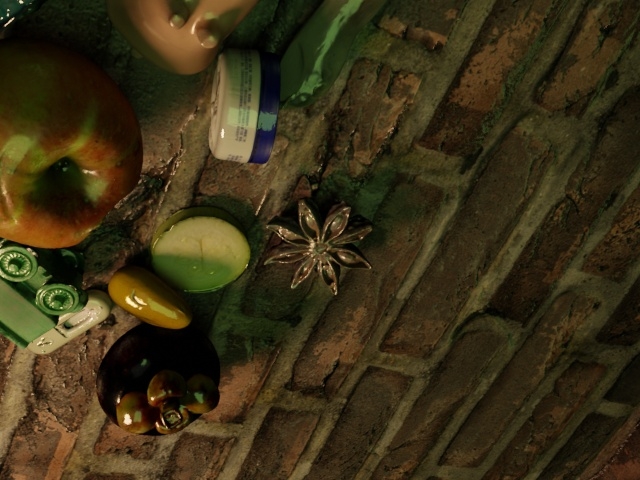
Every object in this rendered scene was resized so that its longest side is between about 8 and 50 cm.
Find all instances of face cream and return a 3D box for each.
[{"bbox_3d":[-0.143,-0.245,1.357,0.111,0.206,0.205,6,122,-13],"label":"face cream"}]

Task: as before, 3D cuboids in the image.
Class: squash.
[{"bbox_3d":[-0.261,0.025,1.620,0.219,0.041,0.219,-8,130,-10],"label":"squash"}]

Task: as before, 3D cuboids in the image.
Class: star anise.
[{"bbox_3d":[0.001,0.000,1.627,0.236,0.109,0.223,7,115,1],"label":"star anise"}]

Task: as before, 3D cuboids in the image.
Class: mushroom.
[{"bbox_3d":[0.027,-0.385,1.375,0.109,0.097,0.351,27,111,-29],"label":"mushroom"}]

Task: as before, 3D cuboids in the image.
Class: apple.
[{"bbox_3d":[-0.475,-0.167,1.254,0.340,0.339,0.339,-7,125,-10],"label":"apple"}]

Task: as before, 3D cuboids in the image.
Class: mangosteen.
[{"bbox_3d":[-0.347,0.317,1.630,0.275,0.302,0.274,-7,112,-18],"label":"mangosteen"}]

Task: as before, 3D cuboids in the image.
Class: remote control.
[{"bbox_3d":[-0.558,0.183,1.644,0.221,0.042,0.078,-32,126,8],"label":"remote control"}]

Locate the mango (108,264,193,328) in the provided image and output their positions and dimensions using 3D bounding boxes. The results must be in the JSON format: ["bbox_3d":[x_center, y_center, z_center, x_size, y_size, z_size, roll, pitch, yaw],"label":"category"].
[{"bbox_3d":[-0.361,0.127,1.586,0.098,0.195,0.137,-56,169,-19],"label":"mango"}]

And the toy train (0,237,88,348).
[{"bbox_3d":[-0.600,0.072,1.495,0.202,0.145,0.266,-30,125,11],"label":"toy train"}]

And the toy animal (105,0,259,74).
[{"bbox_3d":[-0.202,-0.410,1.186,0.237,0.269,0.326,34,120,-28],"label":"toy animal"}]

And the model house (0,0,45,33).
[{"bbox_3d":[-0.481,-0.483,1.115,0.253,0.184,0.291,-21,109,28],"label":"model house"}]
